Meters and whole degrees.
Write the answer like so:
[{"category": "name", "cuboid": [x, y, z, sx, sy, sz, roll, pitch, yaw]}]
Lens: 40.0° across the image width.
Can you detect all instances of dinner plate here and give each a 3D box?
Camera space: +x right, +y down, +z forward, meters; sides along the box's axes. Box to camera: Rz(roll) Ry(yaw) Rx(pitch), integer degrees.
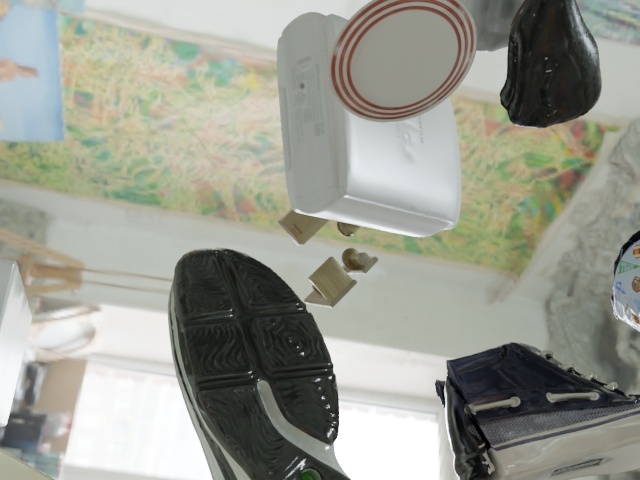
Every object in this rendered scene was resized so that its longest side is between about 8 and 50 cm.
[{"category": "dinner plate", "cuboid": [0.074, -0.166, 0.794, 0.017, 0.141, 0.141, 42, 49, -56]}]

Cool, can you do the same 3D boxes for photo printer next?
[{"category": "photo printer", "cuboid": [0.081, -0.138, 1.164, 0.107, 0.307, 0.256, -14, -106, 37]}]

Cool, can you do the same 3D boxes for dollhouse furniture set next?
[{"category": "dollhouse furniture set", "cuboid": [0.000, 0.000, 1.390, 0.144, 0.151, 0.123, -44, -168, -16]}]

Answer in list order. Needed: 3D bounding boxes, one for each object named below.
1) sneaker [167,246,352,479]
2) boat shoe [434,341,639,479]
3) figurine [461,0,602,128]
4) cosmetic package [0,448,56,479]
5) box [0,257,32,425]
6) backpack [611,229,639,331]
[{"category": "sneaker", "cuboid": [-0.089, 0.243, 0.874, 0.257, 0.169, 0.447, -47, -123, 39]}, {"category": "boat shoe", "cuboid": [0.296, 0.183, 1.010, 0.127, 0.340, 0.158, 110, -32, -50]}, {"category": "figurine", "cuboid": [0.184, -0.249, 0.809, 0.209, 0.092, 0.215, 76, -4, -46]}, {"category": "cosmetic package", "cuboid": [-0.273, 0.162, 0.475, 0.309, 0.113, 0.160, 56, 41, -50]}, {"category": "box", "cuboid": [-0.488, 0.120, 1.077, 0.345, 0.215, 0.168, 135, -34, -68]}, {"category": "backpack", "cuboid": [0.698, 0.083, 1.675, 0.213, 0.263, 0.276, -120, -171, -59]}]
